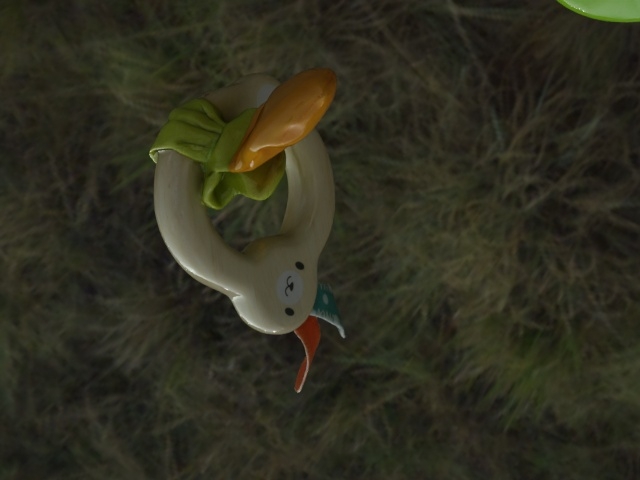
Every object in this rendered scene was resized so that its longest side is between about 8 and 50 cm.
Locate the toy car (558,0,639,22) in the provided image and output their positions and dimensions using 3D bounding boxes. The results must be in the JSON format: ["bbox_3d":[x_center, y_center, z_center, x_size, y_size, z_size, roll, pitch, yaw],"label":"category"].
[{"bbox_3d":[0.079,-0.183,0.273,0.188,0.155,0.149,38,146,-26],"label":"toy car"}]

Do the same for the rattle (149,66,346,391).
[{"bbox_3d":[0.000,0.000,0.626,0.142,0.130,0.200,-11,107,33],"label":"rattle"}]
